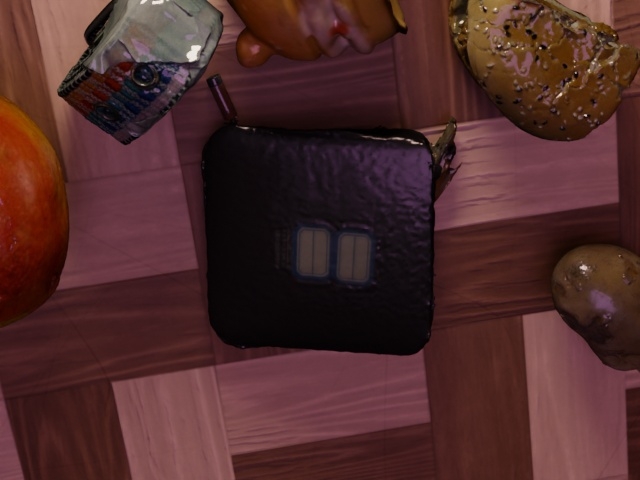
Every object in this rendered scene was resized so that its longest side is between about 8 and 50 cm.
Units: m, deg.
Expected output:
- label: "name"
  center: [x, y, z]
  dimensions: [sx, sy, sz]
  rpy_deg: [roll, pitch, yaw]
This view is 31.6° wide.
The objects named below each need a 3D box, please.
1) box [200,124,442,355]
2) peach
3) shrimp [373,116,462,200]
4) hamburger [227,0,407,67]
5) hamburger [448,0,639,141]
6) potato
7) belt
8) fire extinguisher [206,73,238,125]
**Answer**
- label: "box"
  center: [0.000, 0.000, 1.671]
  dimensions: [0.350, 0.091, 0.359]
  rpy_deg: [2, 111, 8]
- label: "peach"
  center: [-0.498, -0.049, 1.518]
  dimensions: [0.290, 0.373, 0.372]
  rpy_deg: [-24, 115, -33]
- label: "shrimp"
  center: [0.098, -0.099, 1.700]
  dimensions: [0.173, 0.058, 0.253]
  rpy_deg: [32, 106, -8]
- label: "hamburger"
  center: [-0.029, -0.364, 1.488]
  dimensions: [0.237, 0.276, 0.276]
  rpy_deg: [-17, 111, 13]
- label: "hamburger"
  center: [0.301, -0.255, 1.603]
  dimensions: [0.288, 0.167, 0.192]
  rpy_deg: [20, 104, -13]
- label: "potato"
  center: [0.471, 0.105, 1.764]
  dimensions: [0.165, 0.165, 0.262]
  rpy_deg: [-41, 113, 8]
- label: "belt"
  center: [-0.239, -0.245, 1.505]
  dimensions: [0.150, 0.207, 0.257]
  rpy_deg: [37, 143, -19]
- label: "fire extinguisher"
  center: [-0.142, -0.200, 1.648]
  dimensions: [0.028, 0.022, 0.083]
  rpy_deg: [-7, 117, 37]
